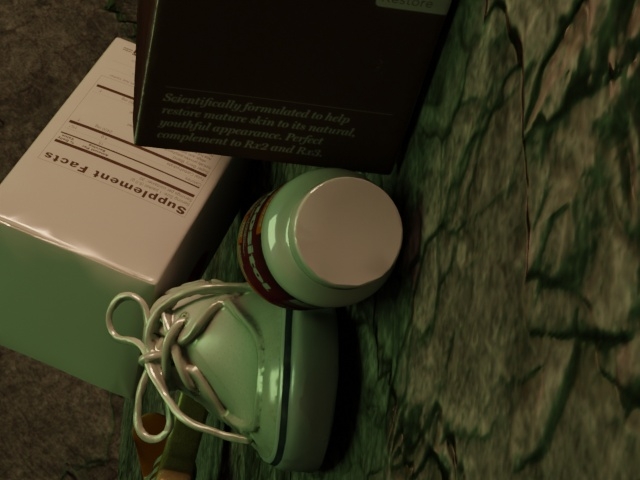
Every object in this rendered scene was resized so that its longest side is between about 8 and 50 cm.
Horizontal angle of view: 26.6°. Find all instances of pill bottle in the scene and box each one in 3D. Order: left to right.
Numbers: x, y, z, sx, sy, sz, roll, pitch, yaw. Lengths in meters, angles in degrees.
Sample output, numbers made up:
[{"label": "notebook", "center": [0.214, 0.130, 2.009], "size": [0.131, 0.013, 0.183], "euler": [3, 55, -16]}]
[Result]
[{"label": "pill bottle", "center": [0.000, 0.000, 0.843], "size": [0.152, 0.086, 0.086], "euler": [161, 115, -77]}]

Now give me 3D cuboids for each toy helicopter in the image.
[{"label": "toy helicopter", "center": [-0.146, 0.233, 1.410], "size": [0.235, 0.140, 0.355], "euler": [115, 170, -81]}]

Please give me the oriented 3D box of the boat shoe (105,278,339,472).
[{"label": "boat shoe", "center": [-0.087, 0.083, 1.037], "size": [0.367, 0.157, 0.135], "euler": [-146, 62, -77]}]

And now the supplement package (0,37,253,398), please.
[{"label": "supplement package", "center": [-0.192, -0.027, 1.327], "size": [0.177, 0.175, 0.293], "euler": [108, -175, -45]}]

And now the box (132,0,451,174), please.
[{"label": "box", "center": [-0.024, -0.175, 0.842], "size": [0.203, 0.169, 0.167], "euler": [-95, 17, -44]}]
